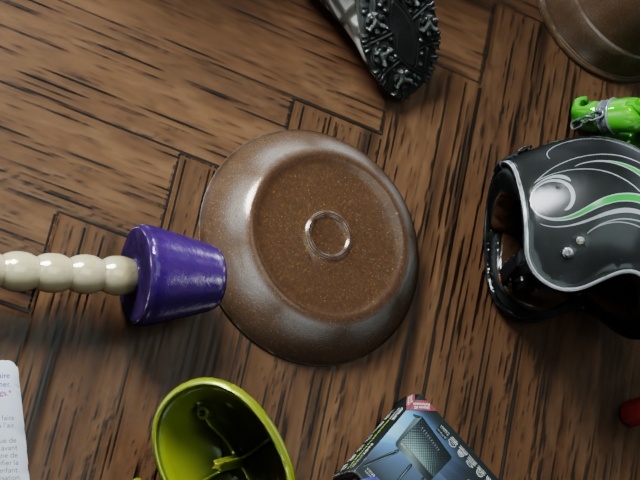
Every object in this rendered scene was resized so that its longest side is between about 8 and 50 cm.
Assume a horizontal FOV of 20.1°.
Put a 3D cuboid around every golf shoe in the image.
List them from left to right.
[{"bbox_3d":[0.034,-0.211,1.508,0.077,0.094,0.198,-35,119,-17],"label":"golf shoe"}]

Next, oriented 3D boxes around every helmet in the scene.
[{"bbox_3d":[0.228,-0.002,1.493,0.162,0.169,0.169,0,75,-10],"label":"helmet"}]

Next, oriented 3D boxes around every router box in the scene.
[{"bbox_3d":[0.083,0.196,1.429,0.122,0.038,0.092,47,61,-7],"label":"router box"}]

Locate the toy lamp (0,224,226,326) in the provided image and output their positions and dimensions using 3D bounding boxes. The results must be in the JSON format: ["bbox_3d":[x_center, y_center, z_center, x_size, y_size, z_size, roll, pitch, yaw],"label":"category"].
[{"bbox_3d":[-0.202,0.021,1.312,0.275,0.080,0.080,5,73,-27],"label":"toy lamp"}]

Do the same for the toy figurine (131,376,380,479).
[{"bbox_3d":[0.008,0.271,1.338,0.362,0.191,0.217,55,24,12],"label":"toy figurine"}]

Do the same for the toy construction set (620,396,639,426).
[{"bbox_3d":[0.444,0.113,1.526,0.309,0.237,0.257,-11,81,-29],"label":"toy construction set"}]

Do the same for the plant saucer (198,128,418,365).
[{"bbox_3d":[0.000,0.000,1.447,0.199,0.036,0.198,9,70,-25],"label":"plant saucer"}]

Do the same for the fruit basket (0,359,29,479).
[{"bbox_3d":[-0.337,0.250,1.146,0.327,0.165,0.353,1,65,-28],"label":"fruit basket"}]

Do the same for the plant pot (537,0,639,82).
[{"bbox_3d":[0.303,-0.245,1.603,0.167,0.165,0.167,8,71,-24],"label":"plant pot"}]

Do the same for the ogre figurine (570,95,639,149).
[{"bbox_3d":[0.325,-0.079,1.591,0.197,0.118,0.097,49,60,-5],"label":"ogre figurine"}]
